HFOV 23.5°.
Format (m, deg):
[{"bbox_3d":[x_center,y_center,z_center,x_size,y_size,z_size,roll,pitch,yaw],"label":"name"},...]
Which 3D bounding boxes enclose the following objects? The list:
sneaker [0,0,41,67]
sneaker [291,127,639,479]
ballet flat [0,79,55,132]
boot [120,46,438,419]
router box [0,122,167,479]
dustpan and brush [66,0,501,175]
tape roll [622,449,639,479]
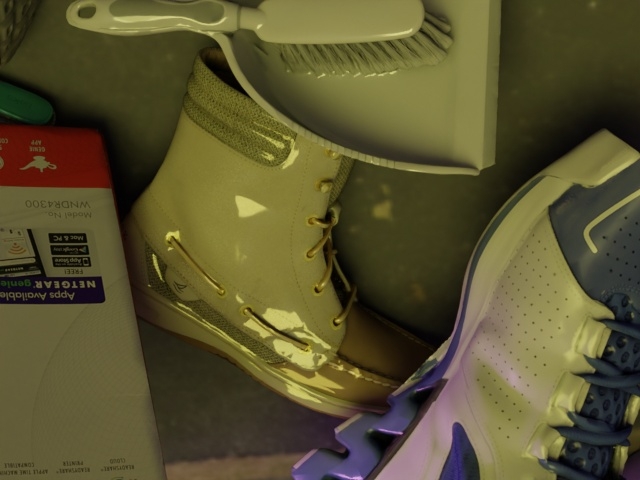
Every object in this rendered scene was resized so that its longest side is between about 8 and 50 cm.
[{"bbox_3d":[-0.209,-0.210,0.744,0.129,0.111,0.297,7,134,19],"label":"sneaker"},{"bbox_3d":[0.121,0.118,0.796,0.127,0.182,0.315,22,112,-45],"label":"sneaker"},{"bbox_3d":[-0.205,-0.083,0.861,0.114,0.041,0.041,29,120,-6],"label":"ballet flat"},{"bbox_3d":[0.000,0.000,0.852,0.213,0.077,0.165,25,118,-5],"label":"boot"},{"bbox_3d":[-0.251,0.076,0.735,0.335,0.301,0.082,1,143,-25],"label":"router box"},{"bbox_3d":[-0.019,-0.108,0.766,0.211,0.060,0.147,1,79,14],"label":"dustpan and brush"},{"bbox_3d":[0.265,0.215,0.928,0.219,0.072,0.219,4,120,7],"label":"tape roll"}]
